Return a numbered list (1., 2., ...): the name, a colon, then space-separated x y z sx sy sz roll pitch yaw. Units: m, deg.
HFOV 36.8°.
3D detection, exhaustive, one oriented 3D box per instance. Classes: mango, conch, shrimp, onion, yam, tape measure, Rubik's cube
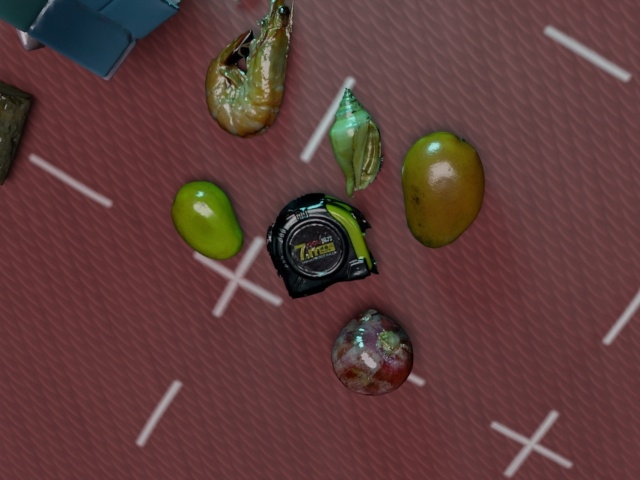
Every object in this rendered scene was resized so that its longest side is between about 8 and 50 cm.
1. mango: 0.228 -0.092 1.773 0.151 0.120 0.221 -5 111 9
2. conch: 0.066 -0.183 1.783 0.095 0.079 0.201 -21 120 -4
3. shrimp: -0.131 -0.329 1.770 0.152 0.063 0.287 17 107 11
4. onion: 0.089 0.235 1.865 0.159 0.159 0.195 33 138 -5
5. yam: -0.621 -0.199 1.813 0.107 0.107 0.194 22 107 -2
6. tape measure: 0.000 0.000 1.820 0.199 0.112 0.186 -18 110 3
7. mango: -0.220 -0.034 1.835 0.117 0.089 0.163 -18 104 9
8. Rubik's cube: -0.401 -0.480 1.599 0.387 0.368 0.358 30 108 -39
